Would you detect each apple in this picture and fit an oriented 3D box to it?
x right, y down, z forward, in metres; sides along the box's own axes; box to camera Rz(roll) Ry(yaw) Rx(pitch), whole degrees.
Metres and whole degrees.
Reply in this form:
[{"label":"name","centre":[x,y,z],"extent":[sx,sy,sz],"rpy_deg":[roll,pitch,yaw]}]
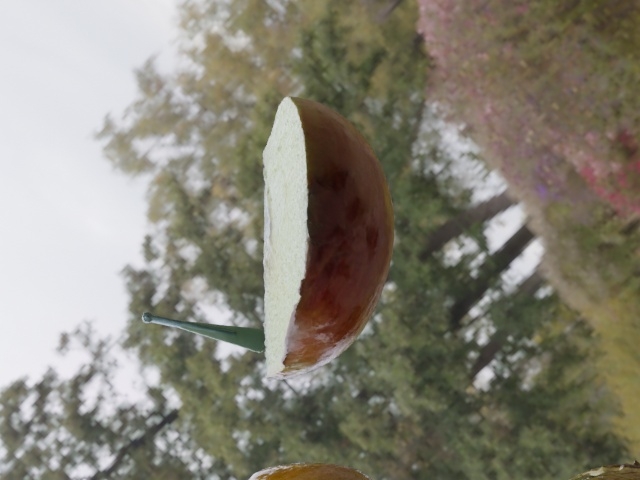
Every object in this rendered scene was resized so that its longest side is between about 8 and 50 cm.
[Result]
[{"label":"apple","centre":[0.000,0.000,1.376],"extent":[0.254,0.179,0.346],"rpy_deg":[13,-103,-58]}]

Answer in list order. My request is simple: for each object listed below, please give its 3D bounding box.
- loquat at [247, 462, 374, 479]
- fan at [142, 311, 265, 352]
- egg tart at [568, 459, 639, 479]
[{"label":"loquat","centre":[-0.011,0.448,1.584],"extent":[0.276,0.276,0.284],"rpy_deg":[50,-167,21]},{"label":"fan","centre":[-0.175,0.136,1.691],"extent":[0.193,0.038,0.016],"rpy_deg":[11,158,-7]},{"label":"egg tart","centre":[0.441,0.490,1.762],"extent":[0.132,0.345,0.345],"rpy_deg":[42,-167,-30]}]
